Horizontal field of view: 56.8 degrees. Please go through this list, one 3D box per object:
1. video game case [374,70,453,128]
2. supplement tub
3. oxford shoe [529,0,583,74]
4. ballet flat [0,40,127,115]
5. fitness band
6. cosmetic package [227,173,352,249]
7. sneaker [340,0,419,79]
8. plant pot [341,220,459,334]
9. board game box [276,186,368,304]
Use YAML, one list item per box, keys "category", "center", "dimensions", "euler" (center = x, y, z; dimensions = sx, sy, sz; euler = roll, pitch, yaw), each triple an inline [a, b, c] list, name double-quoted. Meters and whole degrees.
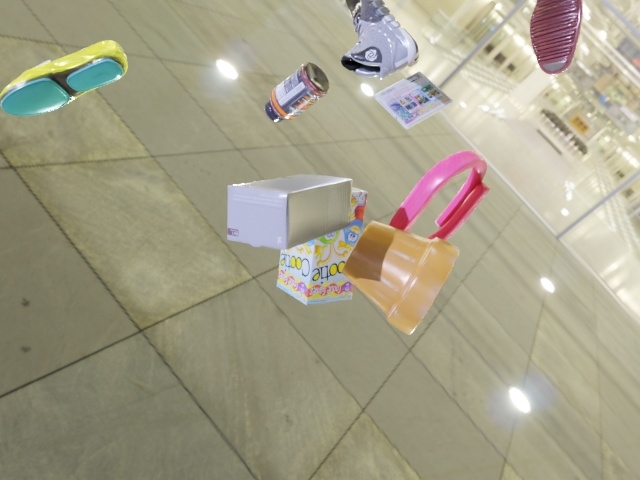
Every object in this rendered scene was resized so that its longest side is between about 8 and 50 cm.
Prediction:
- category: "video game case"
  center: [0.249, -0.379, 1.588]
  dimensions: [0.143, 0.157, 0.019]
  euler: [51, -18, 27]
- category: "supplement tub"
  center: [-0.073, -0.418, 1.704]
  dimensions: [0.106, 0.197, 0.106]
  euler: [26, 51, -36]
- category: "oxford shoe"
  center: [0.595, -0.572, 1.453]
  dimensions: [0.130, 0.122, 0.349]
  euler: [4, 88, -52]
- category: "ballet flat"
  center: [-0.436, -0.281, 1.011]
  dimensions: [0.077, 0.230, 0.077]
  euler: [60, 13, -59]
- category: "fitness band"
  center: [0.265, -0.078, 1.328]
  dimensions: [0.208, 0.291, 0.054]
  euler: [-2, 46, -41]
- category: "cosmetic package"
  center: [-0.048, -0.057, 1.054]
  dimensions: [0.127, 0.107, 0.238]
  euler: [9, 12, 26]
- category: "sneaker"
  center: [0.080, -0.406, 1.169]
  dimensions: [0.229, 0.132, 0.086]
  euler: [54, -5, 24]
- category: "plant pot"
  center: [0.154, 0.060, 1.225]
  dimensions: [0.187, 0.205, 0.205]
  euler: [30, 24, 7]
- category: "board game box"
  center: [0.000, 0.000, 1.451]
  dimensions: [0.142, 0.276, 0.144]
  euler: [-3, 17, -36]
